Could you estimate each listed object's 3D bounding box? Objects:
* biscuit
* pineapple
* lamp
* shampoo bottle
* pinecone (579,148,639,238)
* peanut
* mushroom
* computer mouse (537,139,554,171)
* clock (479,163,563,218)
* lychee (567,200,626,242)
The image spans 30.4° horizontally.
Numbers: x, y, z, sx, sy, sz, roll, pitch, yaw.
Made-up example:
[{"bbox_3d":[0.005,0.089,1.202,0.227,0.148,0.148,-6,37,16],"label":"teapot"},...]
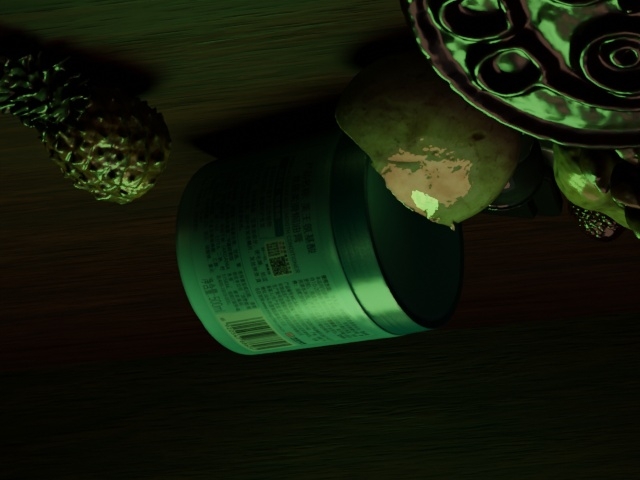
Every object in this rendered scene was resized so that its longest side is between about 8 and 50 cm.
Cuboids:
[{"bbox_3d":[0.269,-0.238,1.139,0.407,0.091,0.407,12,144,9],"label":"biscuit"},{"bbox_3d":[-0.326,-0.158,1.516,0.158,0.157,0.279,-14,150,33],"label":"pineapple"},{"bbox_3d":[0.257,-0.156,1.725,0.172,0.147,0.227,6,159,9],"label":"lamp"},{"bbox_3d":[0.000,0.000,1.823,0.343,0.331,0.331,-12,164,29],"label":"shampoo bottle"},{"bbox_3d":[0.506,-0.154,1.413,0.384,0.384,0.384,-4,165,-1],"label":"pinecone"},{"bbox_3d":[0.465,-0.094,1.781,0.152,0.152,0.313,-17,154,41],"label":"peanut"},{"bbox_3d":[0.165,-0.162,1.569,0.189,0.195,0.254,-36,113,30],"label":"mushroom"},{"bbox_3d":[0.387,-0.140,1.902,0.231,0.079,0.128,-2,167,5],"label":"computer mouse"},{"bbox_3d":[0.264,-0.087,1.994,0.273,0.049,0.279,6,170,18],"label":"clock"},{"bbox_3d":[0.523,-0.059,2.177,0.129,0.123,0.123,28,157,-12],"label":"lychee"}]
